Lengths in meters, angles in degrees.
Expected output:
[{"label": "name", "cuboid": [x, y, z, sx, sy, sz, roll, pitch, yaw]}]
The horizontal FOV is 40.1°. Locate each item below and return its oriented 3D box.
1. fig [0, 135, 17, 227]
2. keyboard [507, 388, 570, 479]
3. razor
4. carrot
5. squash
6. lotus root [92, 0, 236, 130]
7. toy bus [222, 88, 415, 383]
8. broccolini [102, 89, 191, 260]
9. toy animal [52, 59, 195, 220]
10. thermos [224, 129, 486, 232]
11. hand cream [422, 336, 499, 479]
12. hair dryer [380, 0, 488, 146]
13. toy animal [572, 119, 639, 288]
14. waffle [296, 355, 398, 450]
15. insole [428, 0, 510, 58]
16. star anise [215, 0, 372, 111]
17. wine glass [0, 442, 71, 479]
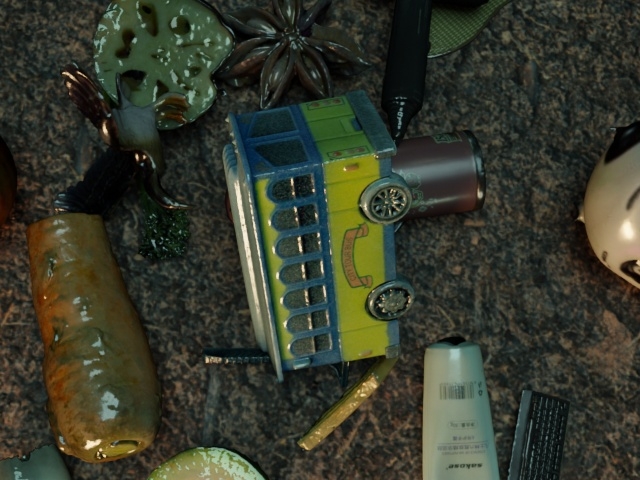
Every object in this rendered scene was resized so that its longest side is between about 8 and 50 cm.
[{"label": "fig", "cuboid": [-0.490, -0.058, 1.065, 0.235, 0.214, 0.235, -9, 61, 16]}, {"label": "keyboard", "cuboid": [0.274, 0.292, 1.114, 0.074, 0.015, 0.196, 20, 72, -18]}, {"label": "razor", "cuboid": [-0.057, 0.152, 1.129, 0.190, 0.033, 0.066, 3, 118, 0]}, {"label": "carrot", "cuboid": [-0.276, 0.116, 1.069, 0.139, 0.138, 0.301, -12, 72, -7]}, {"label": "squash", "cuboid": [-0.131, 0.326, 1.031, 0.170, 0.123, 0.170, 1, 77, -4]}, {"label": "lotus root", "cuboid": [-0.203, -0.246, 1.182, 0.183, 0.078, 0.203, -40, 82, 6]}, {"label": "toy bus", "cuboid": [0.000, 0.000, 1.020, 0.190, 0.312, 0.152, -12, 37, -7]}, {"label": "broccolini", "cuboid": [-0.239, -0.093, 1.160, 0.071, 0.058, 0.254, -14, 79, -47]}, {"label": "toy animal", "cuboid": [-0.219, -0.121, 1.074, 0.197, 0.272, 0.160, 26, 61, 6]}, {"label": "thermos", "cuboid": [0.040, -0.059, 1.154, 0.330, 0.136, 0.109, -9, 50, -6]}, {"label": "hand cream", "cuboid": [0.176, 0.282, 1.104, 0.109, 0.067, 0.320, -2, 81, -6]}, {"label": "hair dryer", "cuboid": [0.139, -0.275, 1.181, 0.189, 0.107, 0.352, 8, 67, -1]}, {"label": "toy animal", "cuboid": [0.494, -0.043, 1.118, 0.310, 0.251, 0.250, 9, 76, -3]}, {"label": "waffle", "cuboid": [0.037, 0.205, 1.128, 0.023, 0.097, 0.152, 45, 110, 5]}, {"label": "insole", "cuboid": [0.232, -0.352, 1.280, 0.253, 0.005, 0.086, -38, 83, -12]}, {"label": "star anise", "cuboid": [-0.050, -0.258, 1.193, 0.197, 0.073, 0.212, -24, 71, -1]}, {"label": "wine glass", "cuboid": [-0.376, 0.420, 0.988, 0.264, 0.096, 0.309, -19, 78, -19]}]
